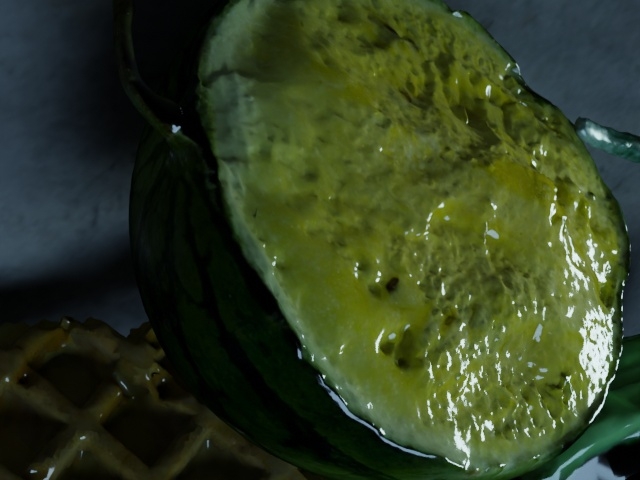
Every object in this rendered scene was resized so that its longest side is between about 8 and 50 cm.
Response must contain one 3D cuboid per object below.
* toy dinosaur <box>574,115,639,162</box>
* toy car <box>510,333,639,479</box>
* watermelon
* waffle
[{"bbox_3d":[0.221,-0.051,0.874,0.383,0.076,0.129,-22,176,-38],"label":"toy dinosaur"},{"bbox_3d":[0.115,0.181,1.007,0.213,0.176,0.358,-15,137,-30],"label":"toy car"},{"bbox_3d":[0.006,0.003,0.680,0.232,0.204,0.127,7,152,-39],"label":"watermelon"},{"bbox_3d":[-0.081,0.100,0.711,0.253,0.249,0.056,8,148,-9],"label":"waffle"}]
